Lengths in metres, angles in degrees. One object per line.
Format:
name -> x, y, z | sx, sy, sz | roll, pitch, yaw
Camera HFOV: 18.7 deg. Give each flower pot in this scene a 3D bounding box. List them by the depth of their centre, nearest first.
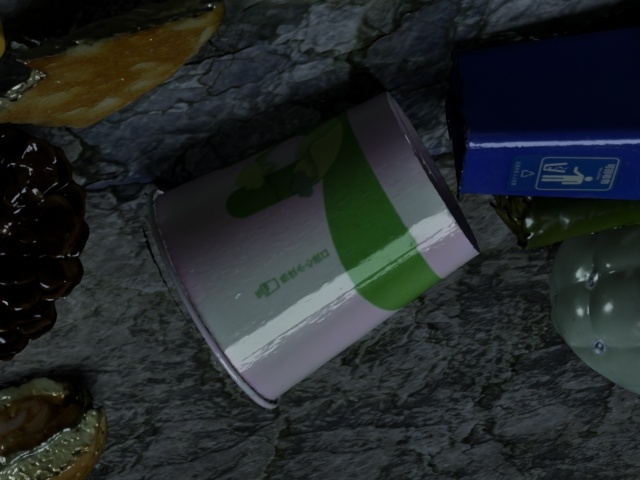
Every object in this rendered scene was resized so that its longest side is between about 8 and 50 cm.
flower pot -> 0.385, 0.062, 2.265 | 0.246, 0.246, 0.195 | 13, 117, -45

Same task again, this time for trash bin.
trash bin -> 0.244, -0.131, 1.919 | 0.235, 0.184, 0.162 | -4, 152, -2

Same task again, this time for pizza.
pizza -> -0.203, -0.146, 1.674 | 0.262, 0.034, 0.181 | -19, 163, -44

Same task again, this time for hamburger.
hamburger -> -0.320, 0.257, 2.338 | 0.155, 0.135, 0.207 | -14, 156, -3

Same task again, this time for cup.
cup -> 0.000, 0.000, 1.933 | 0.274, 0.253, 0.253 | -29, 152, 8

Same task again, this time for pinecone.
pinecone -> -0.313, 0.000, 1.747 | 0.224, 0.224, 0.272 | 5, 162, -38

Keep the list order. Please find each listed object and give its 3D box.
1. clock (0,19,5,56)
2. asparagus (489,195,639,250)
clock -> -0.359, -0.147, 1.585 | 0.143, 0.096, 0.202 | 8, 143, -36
asparagus -> 0.367, -0.077, 2.134 | 0.382, 0.128, 0.108 | -11, -163, -16
